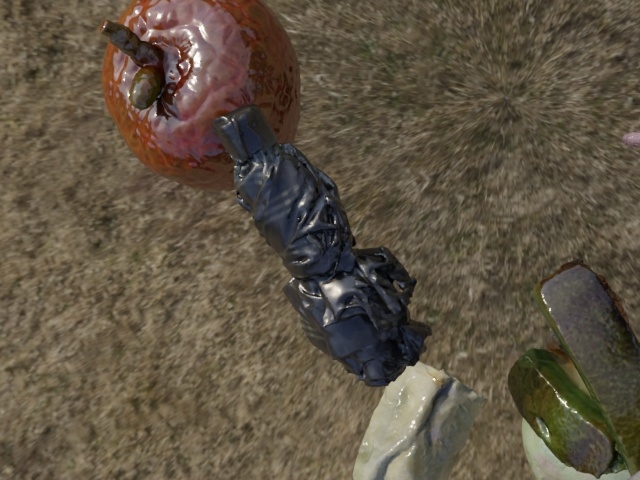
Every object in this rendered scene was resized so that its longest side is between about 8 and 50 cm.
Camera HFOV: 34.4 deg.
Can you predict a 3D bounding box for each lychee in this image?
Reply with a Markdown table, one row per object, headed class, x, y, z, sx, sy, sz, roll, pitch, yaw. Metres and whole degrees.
| class | x | y | z | sx | sy | sz | roll | pitch | yaw |
| --- | --- | --- | --- | --- | --- | --- | --- | --- | --- |
| lychee | -0.140 | -0.188 | 1.220 | 0.255 | 0.300 | 0.255 | -3 | 80 | 18 |

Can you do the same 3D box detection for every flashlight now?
| class | x | y | z | sx | sy | sz | roll | pitch | yaw |
| --- | --- | --- | --- | --- | --- | --- | --- | --- | --- |
| flashlight | 0.517 | -0.154 | 1.608 | 0.031 | 0.110 | 0.052 | 27 | 83 | -29 |

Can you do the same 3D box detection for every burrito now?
| class | x | y | z | sx | sy | sz | roll | pitch | yaw |
| --- | --- | --- | --- | --- | --- | --- | --- | --- | --- |
| burrito | 0.181 | 0.406 | 1.996 | 0.190 | 0.135 | 0.332 | 25 | 79 | -6 |

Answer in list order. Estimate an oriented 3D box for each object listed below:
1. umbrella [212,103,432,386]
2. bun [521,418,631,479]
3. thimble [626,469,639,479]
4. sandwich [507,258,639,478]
| class | x | y | z | sx | sy | sz | roll | pitch | yaw |
| --- | --- | --- | --- | --- | --- | --- | --- | --- | --- |
| umbrella | -0.002 | 0.000 | 1.104 | 0.128 | 0.154 | 0.336 | -37 | 99 | -15 |
| bun | 0.477 | 0.394 | 1.869 | 0.283 | 0.283 | 0.179 | 29 | 116 | 5 |
| thimble | 0.345 | 0.318 | 0.939 | 0.217 | 0.157 | 0.245 | 23 | 82 | 26 |
| sandwich | 0.293 | 0.145 | 1.183 | 0.162 | 0.301 | 0.250 | -28 | 90 | 11 |
